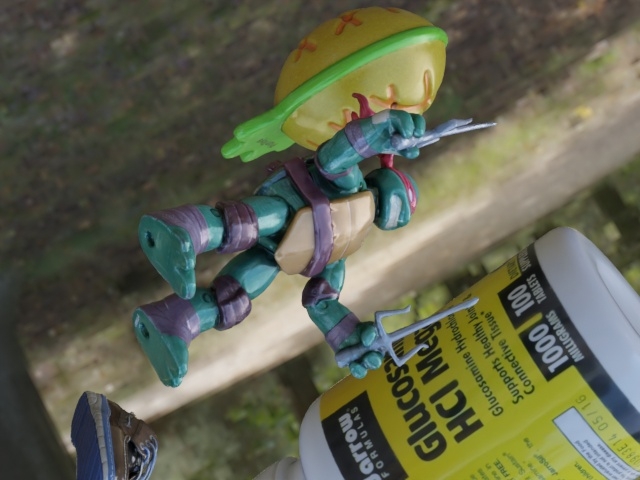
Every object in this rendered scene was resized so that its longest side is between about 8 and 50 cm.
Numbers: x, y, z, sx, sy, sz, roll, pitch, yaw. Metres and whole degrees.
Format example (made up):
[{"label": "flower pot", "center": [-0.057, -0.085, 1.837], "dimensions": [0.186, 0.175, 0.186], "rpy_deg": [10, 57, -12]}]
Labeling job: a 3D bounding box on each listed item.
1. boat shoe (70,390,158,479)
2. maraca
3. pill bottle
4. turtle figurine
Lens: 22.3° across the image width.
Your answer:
[{"label": "boat shoe", "center": [-0.179, 0.183, 1.441], "dimensions": [0.183, 0.066, 0.066], "rpy_deg": [-121, -132, -68]}, {"label": "maraca", "center": [0.012, -0.108, 1.205], "dimensions": [0.185, 0.099, 0.127], "rpy_deg": [-30, 167, 14]}, {"label": "pill bottle", "center": [0.108, 0.155, 1.238], "dimensions": [0.334, 0.188, 0.188], "rpy_deg": [-37, 173, 14]}, {"label": "turtle figurine", "center": [0.000, 0.000, 0.993], "dimensions": [0.234, 0.175, 0.118], "rpy_deg": [-20, -150, -29]}]
